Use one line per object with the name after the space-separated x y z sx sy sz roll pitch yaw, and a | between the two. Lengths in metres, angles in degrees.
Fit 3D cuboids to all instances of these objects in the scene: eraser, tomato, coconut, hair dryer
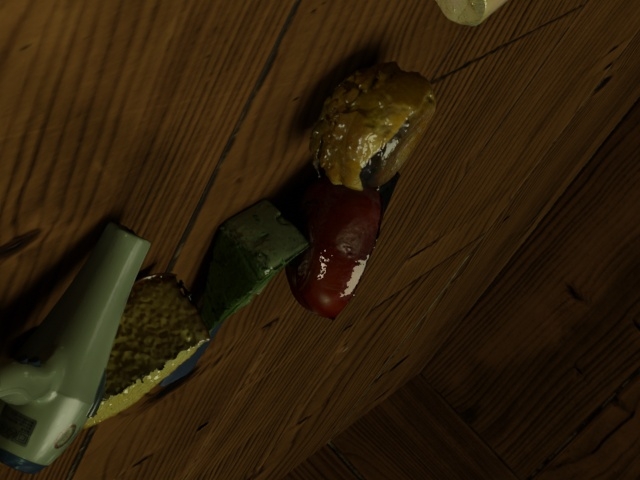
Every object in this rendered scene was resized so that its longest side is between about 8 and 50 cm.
-0.194 0.140 1.961 0.082 0.036 0.225 -27 158 -49 | eraser
-0.002 -0.002 1.839 0.101 0.228 0.228 12 135 -23 | tomato
0.196 -0.337 1.543 0.122 0.116 0.116 -41 165 -21 | coconut
-0.279 0.094 1.376 0.296 0.119 0.298 -62 173 -24 | hair dryer

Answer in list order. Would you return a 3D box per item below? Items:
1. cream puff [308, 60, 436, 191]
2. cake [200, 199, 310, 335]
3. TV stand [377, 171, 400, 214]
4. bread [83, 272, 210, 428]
0.063 -0.153 1.655 0.189 0.129 0.189 -50 167 -16 | cream puff
-0.124 0.043 1.826 0.100 0.099 0.235 -33 172 -40 | cake
0.083 -0.051 2.163 0.049 0.040 0.256 -37 164 -25 | TV stand
-0.274 0.154 1.612 0.260 0.129 0.134 -31 168 -37 | bread
